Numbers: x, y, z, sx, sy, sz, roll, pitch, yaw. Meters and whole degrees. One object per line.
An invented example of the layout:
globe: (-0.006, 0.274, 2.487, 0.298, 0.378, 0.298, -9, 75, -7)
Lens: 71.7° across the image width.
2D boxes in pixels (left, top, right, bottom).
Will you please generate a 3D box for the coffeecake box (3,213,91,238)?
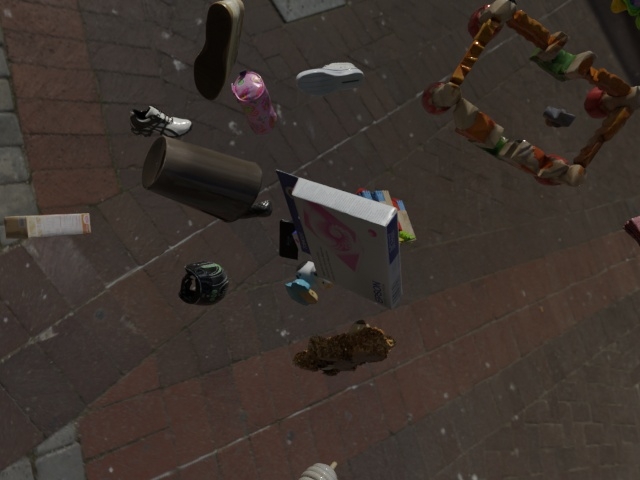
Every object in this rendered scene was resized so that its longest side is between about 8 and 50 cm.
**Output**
coffeecake box: (-0.842, -0.046, 1.372, 0.185, 0.142, 0.068, -10, 98, -57)

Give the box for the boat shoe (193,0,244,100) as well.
boat shoe: (-0.284, -0.540, 1.273, 0.109, 0.302, 0.098, 34, 47, 3)

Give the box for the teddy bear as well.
teddy bear: (0.060, 0.316, 1.297, 0.245, 0.338, 0.113, 11, 58, -16)

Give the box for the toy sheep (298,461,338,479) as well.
toy sheep: (-0.003, 0.495, 0.884, 0.132, 0.091, 0.091, -27, 91, -53)

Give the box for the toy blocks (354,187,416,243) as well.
toy blocks: (0.263, -0.095, 1.899, 0.381, 0.191, 0.260, -7, 76, -50)

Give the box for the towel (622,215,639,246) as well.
towel: (0.768, 0.069, 0.840, 0.237, 0.037, 0.328, -17, 67, -9)

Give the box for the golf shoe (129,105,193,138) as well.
golf shoe: (-0.521, -0.389, 1.446, 0.198, 0.094, 0.077, -4, 53, -11)

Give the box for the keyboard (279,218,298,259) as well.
keyboard: (-0.107, -0.001, 1.735, 0.108, 0.180, 0.023, 11, 38, 9)

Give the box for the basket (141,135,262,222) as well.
basket: (-0.292, -0.148, 1.060, 0.227, 0.204, 0.154, 17, 61, -40)

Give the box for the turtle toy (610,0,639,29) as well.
turtle toy: (0.575, -0.437, 0.780, 0.095, 0.066, 0.130, -20, 116, 0)

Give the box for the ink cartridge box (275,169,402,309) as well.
ink cartridge box: (0.038, 0.004, 1.092, 0.071, 0.330, 0.324, -53, 148, -28)

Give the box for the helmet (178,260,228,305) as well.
helmet: (-0.409, 0.153, 1.578, 0.162, 0.169, 0.169, -7, 78, -56)

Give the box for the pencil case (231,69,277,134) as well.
pencil case: (-0.240, -0.503, 1.641, 0.124, 0.284, 0.124, -1, 79, 5)

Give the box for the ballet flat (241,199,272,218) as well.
ballet flat: (-0.232, -0.097, 1.379, 0.173, 0.057, 0.049, -1, 71, 7)

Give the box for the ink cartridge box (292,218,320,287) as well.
ink cartridge box: (0.000, 0.000, 1.636, 0.176, 0.069, 0.370, -46, 141, -25)

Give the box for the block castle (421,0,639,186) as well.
block castle: (0.518, -0.354, 1.125, 0.453, 0.303, 0.213, 31, 14, -5)

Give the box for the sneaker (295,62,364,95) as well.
sneaker: (0.024, -0.573, 1.562, 0.258, 0.094, 0.091, -11, 48, -24)

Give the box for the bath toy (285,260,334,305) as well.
bath toy: (0.019, 0.052, 1.478, 0.348, 0.152, 0.129, -55, 148, -34)
